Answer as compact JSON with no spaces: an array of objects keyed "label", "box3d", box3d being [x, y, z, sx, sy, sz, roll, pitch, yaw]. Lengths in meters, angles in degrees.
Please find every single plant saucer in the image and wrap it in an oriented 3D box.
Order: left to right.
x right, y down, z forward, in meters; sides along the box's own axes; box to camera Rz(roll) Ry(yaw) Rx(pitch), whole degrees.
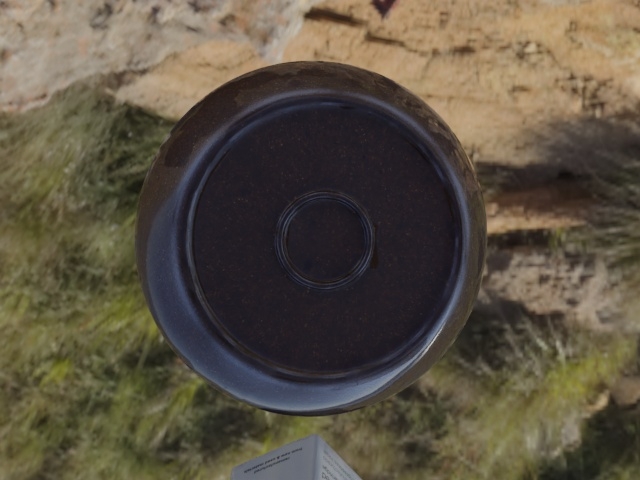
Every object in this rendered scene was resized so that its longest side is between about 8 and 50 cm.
[{"label":"plant saucer","box3d":[0.000,0.000,0.526,0.169,0.029,0.168,-1,93,-11]}]

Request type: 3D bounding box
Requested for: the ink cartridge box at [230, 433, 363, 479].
[{"label":"ink cartridge box","box3d":[-0.001,0.273,0.836,0.087,0.208,0.153,-27,122,23]}]
